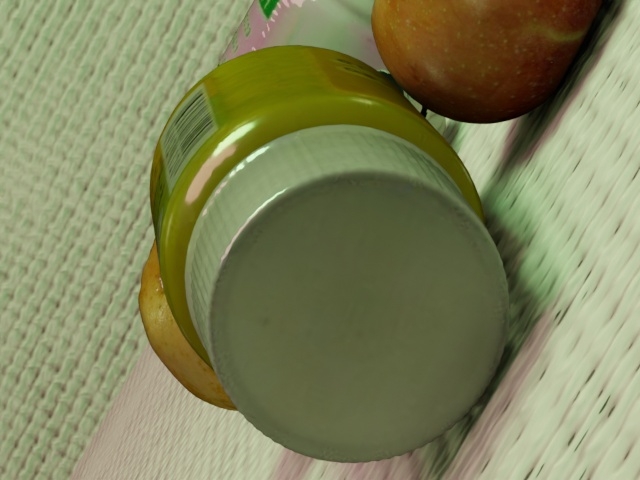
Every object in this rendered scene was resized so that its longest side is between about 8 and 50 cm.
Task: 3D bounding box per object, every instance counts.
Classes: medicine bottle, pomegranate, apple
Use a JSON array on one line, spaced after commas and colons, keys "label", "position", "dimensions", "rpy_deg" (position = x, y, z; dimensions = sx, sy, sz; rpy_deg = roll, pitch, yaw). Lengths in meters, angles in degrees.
[{"label": "medicine bottle", "position": [0.000, 0.000, 1.318], "dimensions": [0.224, 0.224, 0.384], "rpy_deg": [-60, 13, 8]}, {"label": "pomegranate", "position": [-0.053, 0.045, 1.626], "dimensions": [0.207, 0.207, 0.207], "rpy_deg": [-59, 8, 13]}, {"label": "apple", "position": [0.122, -0.188, 1.444], "dimensions": [0.201, 0.162, 0.201], "rpy_deg": [-63, 9, 18]}, {"label": "medicine bottle", "position": [0.030, -0.213, 2.000], "dimensions": [0.325, 0.212, 0.212], "rpy_deg": [-58, 8, 26]}]

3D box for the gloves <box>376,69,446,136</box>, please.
[{"label": "gloves", "position": [0.058, -0.088, 1.786], "dimensions": [0.127, 0.111, 0.212], "rpy_deg": [-67, -20, -8]}]
